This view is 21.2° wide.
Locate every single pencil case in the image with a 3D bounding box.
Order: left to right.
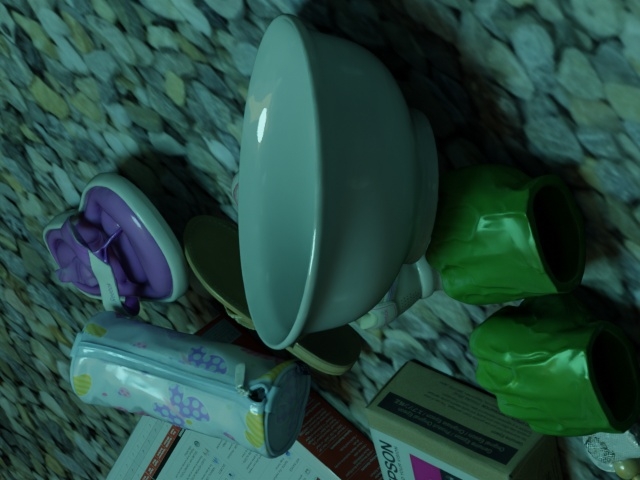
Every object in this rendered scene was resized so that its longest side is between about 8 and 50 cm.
[{"bbox_3d":[-0.147,0.160,1.916,0.273,0.114,0.124,13,-178,26],"label":"pencil case"}]

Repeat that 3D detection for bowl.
[{"bbox_3d":[0.021,-0.051,1.523,0.298,0.134,0.298,-179,90,-75],"label":"bowl"}]

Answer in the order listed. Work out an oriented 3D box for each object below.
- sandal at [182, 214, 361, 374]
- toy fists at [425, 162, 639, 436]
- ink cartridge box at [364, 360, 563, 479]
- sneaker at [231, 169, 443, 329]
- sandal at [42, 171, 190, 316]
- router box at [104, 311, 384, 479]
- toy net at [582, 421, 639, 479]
[{"bbox_3d":[-0.067,0.077,1.889,0.240,0.088,0.079,38,143,6],"label":"sandal"},{"bbox_3d":[0.187,0.054,1.531,0.142,0.096,0.279,-4,120,43],"label":"toy fists"},{"bbox_3d":[0.163,0.264,1.816,0.193,0.088,0.235,20,141,37],"label":"ink cartridge box"},{"bbox_3d":[0.000,0.000,1.687,0.252,0.111,0.103,29,145,28],"label":"sneaker"},{"bbox_3d":[-0.257,0.030,2.008,0.169,0.102,0.416,50,160,-6],"label":"sandal"},{"bbox_3d":[-0.094,0.302,2.092,0.301,0.082,0.335,41,131,10],"label":"router box"},{"bbox_3d":[0.298,0.235,1.657,0.122,0.045,0.232,13,134,47],"label":"toy net"}]
